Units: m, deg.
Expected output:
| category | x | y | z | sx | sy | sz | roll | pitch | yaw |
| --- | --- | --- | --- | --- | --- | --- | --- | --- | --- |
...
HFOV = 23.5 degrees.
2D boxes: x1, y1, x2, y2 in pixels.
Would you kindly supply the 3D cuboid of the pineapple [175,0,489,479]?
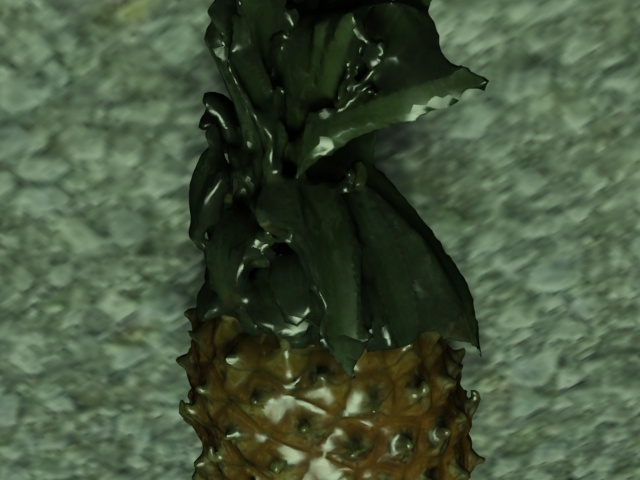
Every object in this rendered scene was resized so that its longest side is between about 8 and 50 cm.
| category | x | y | z | sx | sy | sz | roll | pitch | yaw |
| --- | --- | --- | --- | --- | --- | --- | --- | --- | --- |
| pineapple | -0.001 | 0.003 | 0.711 | 0.166 | 0.165 | 0.364 | -2 | 132 | 2 |
